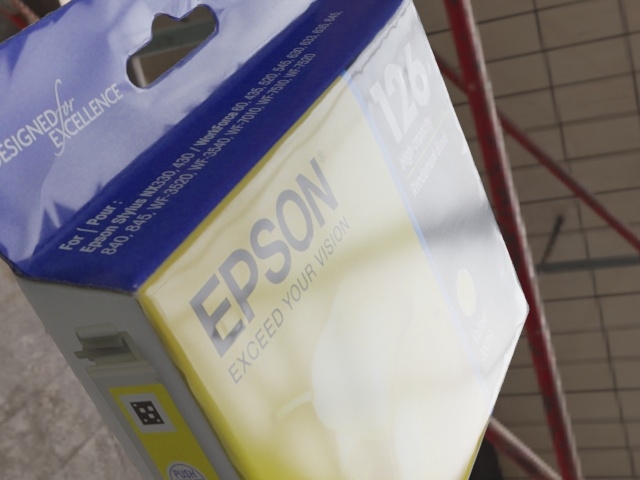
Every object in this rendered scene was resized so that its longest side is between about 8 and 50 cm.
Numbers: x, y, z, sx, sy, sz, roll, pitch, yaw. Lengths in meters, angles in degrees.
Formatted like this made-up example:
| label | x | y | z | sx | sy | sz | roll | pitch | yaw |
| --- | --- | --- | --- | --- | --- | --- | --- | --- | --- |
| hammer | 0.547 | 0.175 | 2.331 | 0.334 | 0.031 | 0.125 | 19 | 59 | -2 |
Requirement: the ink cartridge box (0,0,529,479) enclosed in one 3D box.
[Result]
| label | x | y | z | sx | sy | sz | roll | pitch | yaw |
| --- | --- | --- | --- | --- | --- | --- | --- | --- | --- |
| ink cartridge box | 0.000 | 0.000 | 0.487 | 0.303 | 0.072 | 0.307 | -54 | 127 | -48 |
